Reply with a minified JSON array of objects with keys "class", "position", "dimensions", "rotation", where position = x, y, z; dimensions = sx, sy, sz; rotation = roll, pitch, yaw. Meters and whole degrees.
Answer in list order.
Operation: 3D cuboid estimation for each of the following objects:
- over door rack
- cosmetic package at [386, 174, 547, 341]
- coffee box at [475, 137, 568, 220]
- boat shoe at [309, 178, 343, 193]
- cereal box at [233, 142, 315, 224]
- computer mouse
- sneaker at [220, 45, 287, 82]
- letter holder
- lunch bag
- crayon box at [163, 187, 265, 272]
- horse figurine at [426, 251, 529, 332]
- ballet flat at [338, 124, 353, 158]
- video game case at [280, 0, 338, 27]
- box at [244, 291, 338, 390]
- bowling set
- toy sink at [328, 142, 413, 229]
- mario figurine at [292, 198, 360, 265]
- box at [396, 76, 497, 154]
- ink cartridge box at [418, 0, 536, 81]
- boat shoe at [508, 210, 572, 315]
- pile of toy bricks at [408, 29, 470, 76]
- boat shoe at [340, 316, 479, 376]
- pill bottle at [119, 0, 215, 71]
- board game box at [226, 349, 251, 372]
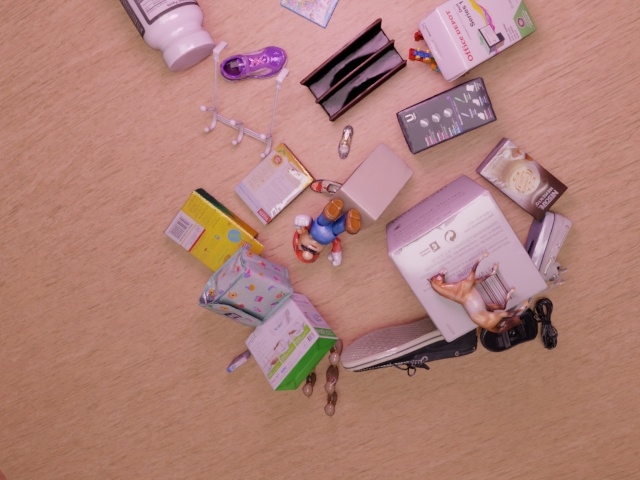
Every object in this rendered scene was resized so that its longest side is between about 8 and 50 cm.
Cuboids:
[{"class":"over door rack","position":[-0.254,-0.432,1.647],"dimensions":[0.239,0.108,0.324],"rotation":[26,136,4]},{"class":"cosmetic package","position":[0.424,0.037,1.598],"dimensions":[0.329,0.394,0.328],"rotation":[-34,98,13]},{"class":"coffee box","position":[0.648,-0.200,1.668],"dimensions":[0.246,0.098,0.141],"rotation":[37,105,-3]},{"class":"boat shoe","position":[0.028,-0.182,1.776],"dimensions":[0.136,0.043,0.049],"rotation":[9,106,6]},{"class":"cereal box","position":[-0.160,-0.194,1.785],"dimensions":[0.240,0.047,0.173],"rotation":[-41,88,15]},{"class":"computer mouse","position":[0.680,0.311,1.804],"dimensions":[0.272,0.072,0.189],"rotation":[-13,99,-3]},{"class":"sneaker","position":[-0.226,-0.575,1.684],"dimensions":[0.236,0.104,0.095],"rotation":[-11,100,8]},{"class":"letter holder","position":[0.105,-0.521,1.599],"dimensions":[0.301,0.214,0.152],"rotation":[-35,97,13]},{"class":"lunch bag","position":[-0.261,0.182,1.773],"dimensions":[0.223,0.160,0.262],"rotation":[30,115,-35]},{"class":"crayon box","position":[-0.370,-0.010,1.844],"dimensions":[0.318,0.081,0.202],"rotation":[39,105,-3]},{"class":"horse figurine","position":[0.436,0.157,1.389],"dimensions":[0.174,0.066,0.263],"rotation":[-39,94,8]},{"class":"ballet flat","position":[0.083,-0.331,1.736],"dimensions":[0.041,0.041,0.115],"rotation":[13,104,4]},{"class":"video game case","position":[-0.032,-0.778,1.659],"dimensions":[0.166,0.015,0.119],"rotation":[28,104,0]},{"class":"box","position":[-0.109,0.353,1.818],"dimensions":[0.262,0.126,0.231],"rotation":[-53,52,14]},{"class":"bowling set","position":[-0.024,0.499,1.883],"dimensions":[0.199,0.154,0.287],"rotation":[3,103,6]},{"class":"toy sink","position":[0.165,-0.176,1.697],"dimensions":[0.152,0.131,0.234],"rotation":[41,67,-5]},{"class":"mario figurine","position":[0.000,0.000,1.702],"dimensions":[0.198,0.170,0.320],"rotation":[59,146,7]},{"class":"box","position":[0.387,-0.390,1.621],"dimensions":[0.270,0.165,0.144],"rotation":[-22,100,11]},{"class":"ink cartridge box","position":[0.464,-0.633,1.529],"dimensions":[0.278,0.117,0.202],"rotation":[-32,98,-13]},{"class":"boat shoe","position":[0.750,0.090,1.717],"dimensions":[0.156,0.136,0.368],"rotation":[17,95,0]},{"class":"pile of toy bricks","position":[0.362,-0.579,1.617],"dimensions":[0.212,0.105,0.118],"rotation":[7,88,-16]},{"class":"boat shoe","position":[0.317,0.378,1.786],"dimensions":[0.499,0.187,0.156],"rotation":[-16,106,-2]},{"class":"pill bottle","position":[-0.501,-0.737,1.625],"dimensions":[0.210,0.210,0.363],"rotation":[-29,99,12]},{"class":"board game box","position":[-0.303,0.450,1.937],"dimensions":[0.090,0.090,0.020],"rotation":[-37,95,14]}]
